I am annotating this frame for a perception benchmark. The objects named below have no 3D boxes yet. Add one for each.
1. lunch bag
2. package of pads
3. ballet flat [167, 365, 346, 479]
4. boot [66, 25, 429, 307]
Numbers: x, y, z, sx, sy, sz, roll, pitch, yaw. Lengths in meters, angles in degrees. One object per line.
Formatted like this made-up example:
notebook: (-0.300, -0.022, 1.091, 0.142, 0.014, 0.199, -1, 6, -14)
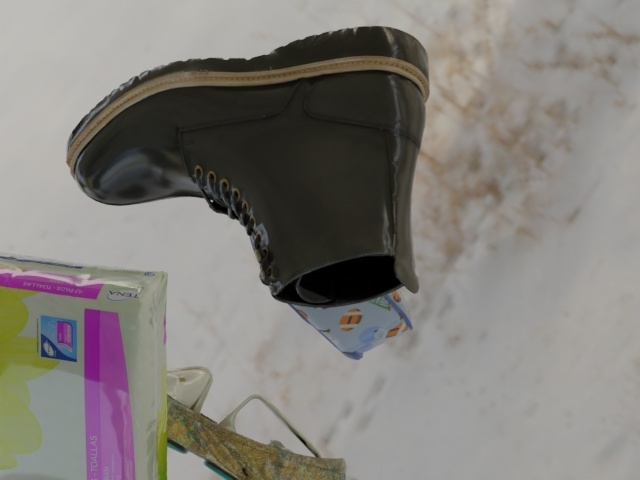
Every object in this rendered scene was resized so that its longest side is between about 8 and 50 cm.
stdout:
lunch bag: (0.000, 0.000, 2.158, 0.115, 0.303, 0.243, -29, 52, 10)
package of pads: (-0.268, 0.160, 1.673, 0.101, 0.229, 0.296, -60, -26, -63)
ballet flat: (-0.125, 0.212, 1.986, 0.123, 0.349, 0.123, -60, 1, 2)
boot: (-0.042, -0.019, 0.835, 0.198, 0.077, 0.137, -17, 53, 27)
